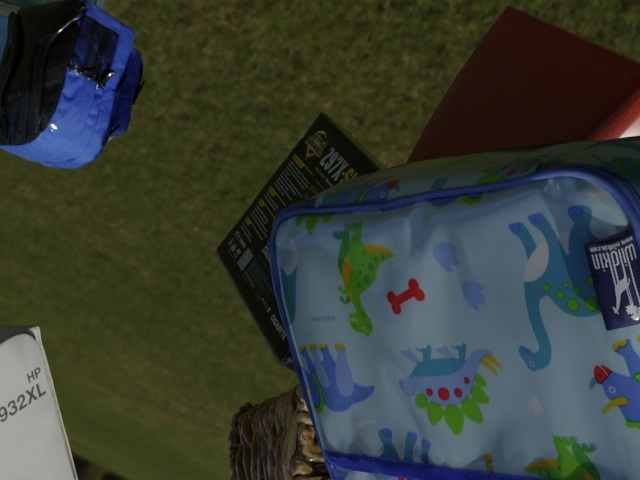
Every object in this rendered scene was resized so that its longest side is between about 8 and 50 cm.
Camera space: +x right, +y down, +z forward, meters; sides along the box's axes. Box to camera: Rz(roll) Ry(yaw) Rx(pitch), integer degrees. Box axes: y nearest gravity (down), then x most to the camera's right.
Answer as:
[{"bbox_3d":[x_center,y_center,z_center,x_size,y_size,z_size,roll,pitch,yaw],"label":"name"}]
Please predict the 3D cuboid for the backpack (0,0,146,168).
[{"bbox_3d":[-0.197,-0.115,0.843,0.098,0.120,0.101,-1,159,43],"label":"backpack"}]

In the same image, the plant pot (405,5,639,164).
[{"bbox_3d":[0.218,-0.016,0.989,0.267,0.236,0.267,43,-174,-28],"label":"plant pot"}]

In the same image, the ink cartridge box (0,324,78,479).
[{"bbox_3d":[-0.341,0.146,0.657,0.307,0.223,0.129,-1,109,31],"label":"ink cartridge box"}]

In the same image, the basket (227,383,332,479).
[{"bbox_3d":[0.094,0.216,0.785,0.299,0.213,0.223,4,164,-17],"label":"basket"}]

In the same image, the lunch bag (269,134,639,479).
[{"bbox_3d":[0.081,0.050,0.478,0.219,0.090,0.176,-3,105,48],"label":"lunch bag"}]

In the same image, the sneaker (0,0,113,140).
[{"bbox_3d":[-0.266,-0.225,1.105,0.319,0.208,0.127,34,137,23],"label":"sneaker"}]

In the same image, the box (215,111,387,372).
[{"bbox_3d":[0.000,0.000,1.417,0.079,0.257,0.322,34,-171,-32],"label":"box"}]
